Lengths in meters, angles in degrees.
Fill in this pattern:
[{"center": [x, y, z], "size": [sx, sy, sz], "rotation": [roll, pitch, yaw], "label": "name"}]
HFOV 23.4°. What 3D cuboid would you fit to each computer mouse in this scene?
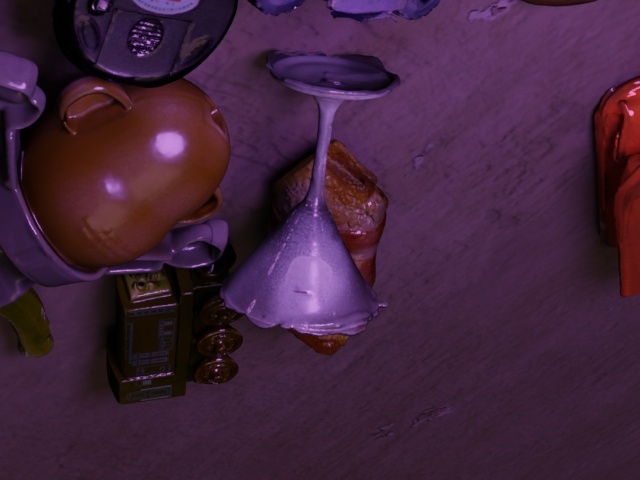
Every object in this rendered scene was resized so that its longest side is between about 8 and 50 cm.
[{"center": [-0.122, -0.226, 1.166], "size": [0.137, 0.096, 0.233], "rotation": [5, 127, -35], "label": "computer mouse"}]

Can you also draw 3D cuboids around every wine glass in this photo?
[{"center": [-0.005, -0.047, 1.387], "size": [0.156, 0.156, 0.232], "rotation": [-2, 115, -24], "label": "wine glass"}]

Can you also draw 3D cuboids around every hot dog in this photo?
[{"center": [0.002, -0.002, 1.560], "size": [0.123, 0.093, 0.261], "rotation": [2, 127, -16], "label": "hot dog"}]

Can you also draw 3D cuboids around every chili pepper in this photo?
[{"center": [-0.310, 0.056, 1.527], "size": [0.052, 0.050, 0.202], "rotation": [-52, 149, -17], "label": "chili pepper"}]

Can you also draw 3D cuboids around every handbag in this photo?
[{"center": [0.495, -0.098, 1.649], "size": [0.410, 0.116, 0.303], "rotation": [-19, 147, 0], "label": "handbag"}]

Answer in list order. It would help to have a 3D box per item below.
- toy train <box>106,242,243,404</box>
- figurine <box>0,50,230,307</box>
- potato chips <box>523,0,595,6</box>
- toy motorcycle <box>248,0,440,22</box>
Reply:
[{"center": [-0.153, 0.085, 1.608], "size": [0.137, 0.090, 0.225], "rotation": [-7, 145, -12], "label": "toy train"}, {"center": [-0.210, -0.047, 1.319], "size": [0.285, 0.167, 0.342], "rotation": [-23, 168, 20], "label": "figurine"}, {"center": [0.249, -0.263, 1.337], "size": [0.208, 0.062, 0.195], "rotation": [-17, 149, -8], "label": "potato chips"}, {"center": [0.050, -0.265, 1.187], "size": [0.239, 0.108, 0.204], "rotation": [-27, 139, -62], "label": "toy motorcycle"}]
